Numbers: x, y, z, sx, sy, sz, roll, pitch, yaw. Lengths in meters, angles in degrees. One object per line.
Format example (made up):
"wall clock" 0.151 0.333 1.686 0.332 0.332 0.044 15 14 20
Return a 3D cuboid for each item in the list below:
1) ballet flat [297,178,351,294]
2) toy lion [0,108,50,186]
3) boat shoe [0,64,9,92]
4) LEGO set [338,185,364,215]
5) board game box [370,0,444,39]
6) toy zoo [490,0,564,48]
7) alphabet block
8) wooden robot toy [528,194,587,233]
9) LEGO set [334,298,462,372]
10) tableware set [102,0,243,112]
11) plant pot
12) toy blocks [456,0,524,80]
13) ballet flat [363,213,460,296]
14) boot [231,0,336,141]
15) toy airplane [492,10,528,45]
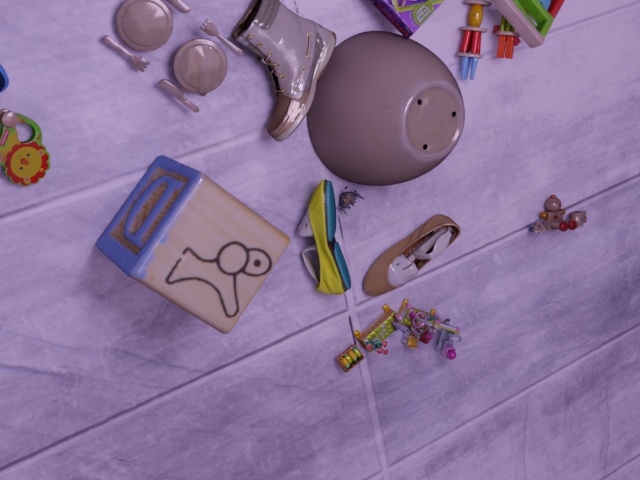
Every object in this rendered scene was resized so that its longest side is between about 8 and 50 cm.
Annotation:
"ballet flat" 0.000 0.000 1.491 0.077 0.077 0.231 -5 116 13
"toy lion" -0.445 -0.134 1.211 0.096 0.034 0.100 20 93 -40
"boat shoe" -0.521 -0.290 1.074 0.089 0.109 0.258 -38 118 -12
"LEGO set" 0.039 -0.077 1.523 0.083 0.023 0.054 13 95 -20
"board game box" 0.197 -0.545 1.416 0.208 0.056 0.347 44 79 -4
"toy zoo" 0.408 -0.536 1.549 0.192 0.030 0.293 42 64 -23
"alphabet block" -0.204 0.003 1.297 0.197 0.193 0.192 38 85 -33
"wooden robot toy" 0.527 -0.063 1.789 0.173 0.076 0.079 -9 98 -29
"LEGO set" 0.174 0.197 1.629 0.287 0.107 0.132 -5 107 -30
"tableware set" -0.233 -0.310 1.281 0.194 0.039 0.128 36 96 -27
"plant pot" 0.143 -0.222 1.439 0.284 0.191 0.284 -9 109 -28
"toy blocks" 0.325 -0.381 1.568 0.123 0.054 0.148 4 103 -12
"ballet flat" 0.183 0.030 1.606 0.232 0.073 0.080 -42 121 -13
"boot" -0.080 -0.289 1.354 0.165 0.077 0.213 26 85 -34
"toy airplane" 0.395 -0.453 1.616 0.151 0.028 0.151 -4 101 -20
